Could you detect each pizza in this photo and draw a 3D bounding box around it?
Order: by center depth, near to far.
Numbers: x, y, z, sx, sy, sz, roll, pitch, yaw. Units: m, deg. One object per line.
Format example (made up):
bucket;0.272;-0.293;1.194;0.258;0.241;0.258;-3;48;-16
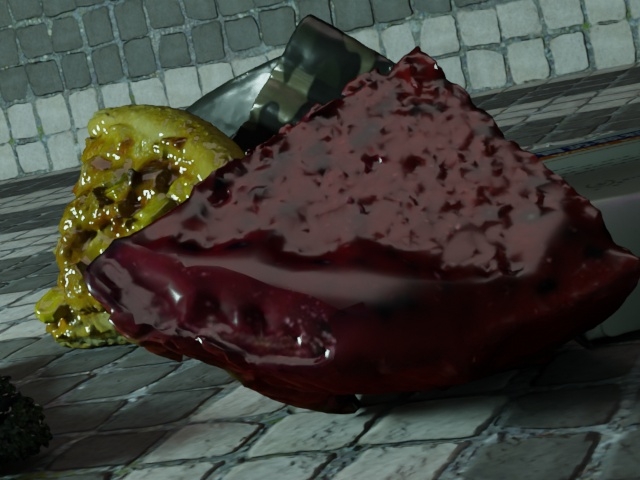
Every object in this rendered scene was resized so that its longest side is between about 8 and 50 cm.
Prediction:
pizza;-0.137;-0.038;1.379;0.258;0.087;0.268;-11;54;28

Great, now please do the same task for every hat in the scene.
hat;-0.064;-0.035;1.597;0.381;0.257;0.366;-49;13;52

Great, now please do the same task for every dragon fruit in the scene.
dragon fruit;0.000;0.000;1.014;0.330;0.240;0.302;-8;-10;-15

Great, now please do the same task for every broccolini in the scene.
broccolini;-0.267;0.122;1.205;0.078;0.074;0.392;-56;14;-2

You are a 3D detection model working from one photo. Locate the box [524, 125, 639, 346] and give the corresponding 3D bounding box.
box;0.253;-0.020;1.161;0.200;0.106;0.299;-12;11;-5
